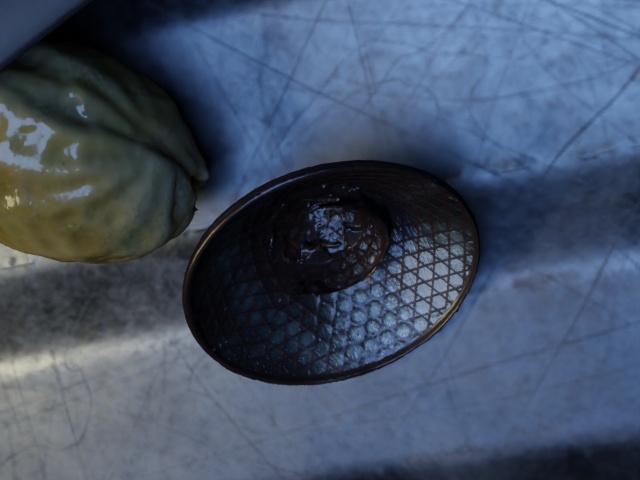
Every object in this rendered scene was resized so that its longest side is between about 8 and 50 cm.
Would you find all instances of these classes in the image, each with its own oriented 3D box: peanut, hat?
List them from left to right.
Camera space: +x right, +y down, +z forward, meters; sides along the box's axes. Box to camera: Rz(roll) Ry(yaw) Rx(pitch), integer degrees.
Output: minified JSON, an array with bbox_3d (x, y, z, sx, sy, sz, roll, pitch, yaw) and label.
[{"bbox_3d":[-0.227,-0.077,0.969,0.313,0.149,0.149,18,109,14],"label":"peanut"},{"bbox_3d":[0.000,0.000,0.969,0.193,0.082,0.193,-10,136,-10],"label":"hat"}]

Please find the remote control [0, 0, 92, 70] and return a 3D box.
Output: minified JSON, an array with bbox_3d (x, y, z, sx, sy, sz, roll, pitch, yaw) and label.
[{"bbox_3d":[-0.205,-0.213,0.889,0.332,0.103,0.221,-38,70,-9],"label":"remote control"}]
